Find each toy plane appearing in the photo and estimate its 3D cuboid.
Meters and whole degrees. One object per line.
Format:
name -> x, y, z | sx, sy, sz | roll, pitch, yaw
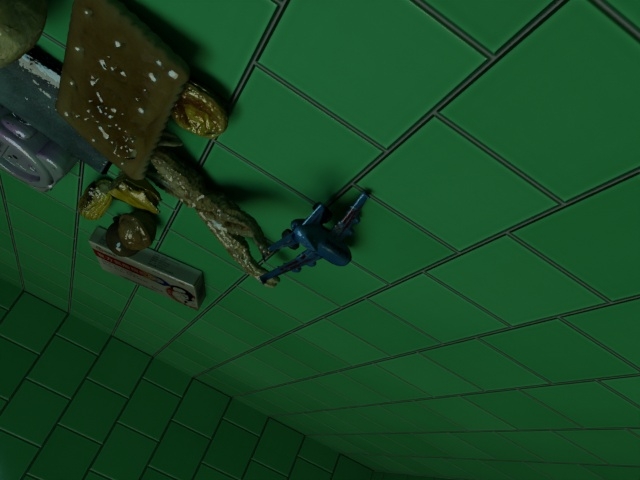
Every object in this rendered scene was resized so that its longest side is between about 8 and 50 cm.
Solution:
toy plane -> 0.000, 0.000, 1.041 | 0.105, 0.254, 0.271 | 53, -171, 15

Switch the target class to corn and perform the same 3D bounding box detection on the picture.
corn -> -0.575, -0.104, 1.399 | 0.072, 0.072, 0.203 | 36, 150, -19

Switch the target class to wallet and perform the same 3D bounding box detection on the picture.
wallet -> -0.553, -0.289, 1.055 | 0.379, 0.046, 0.191 | 36, 136, -17

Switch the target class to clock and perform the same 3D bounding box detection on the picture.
clock -> -0.712, -0.226, 1.279 | 0.248, 0.090, 0.228 | 42, 147, -26

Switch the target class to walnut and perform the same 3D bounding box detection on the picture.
walnut -> -0.476, -0.028, 1.414 | 0.105, 0.105, 0.124 | 24, 145, 1

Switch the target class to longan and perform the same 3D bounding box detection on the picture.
longan -> -0.542, -0.012, 1.504 | 0.119, 0.106, 0.106 | 66, 155, 14

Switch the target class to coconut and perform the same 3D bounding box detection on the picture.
coconut -> -0.499, -0.350, 0.800 | 0.195, 0.194, 0.194 | 19, 151, 11

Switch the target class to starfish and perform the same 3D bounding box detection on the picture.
starfish -> -0.212, -0.055, 1.145 | 0.432, 0.082, 0.324 | 46, 161, -10

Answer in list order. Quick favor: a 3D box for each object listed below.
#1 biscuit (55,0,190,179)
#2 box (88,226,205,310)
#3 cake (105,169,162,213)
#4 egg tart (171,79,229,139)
biscuit -> -0.347, -0.247, 0.913 | 0.217, 0.044, 0.325 | 42, 140, -7
box -> -0.537, 0.094, 1.712 | 0.354, 0.069, 0.214 | 22, 152, 2
cake -> -0.410, -0.112, 1.229 | 0.116, 0.079, 0.185 | 33, 160, -21
egg tart -> -0.211, -0.228, 0.920 | 0.131, 0.052, 0.130 | 18, 152, 10
